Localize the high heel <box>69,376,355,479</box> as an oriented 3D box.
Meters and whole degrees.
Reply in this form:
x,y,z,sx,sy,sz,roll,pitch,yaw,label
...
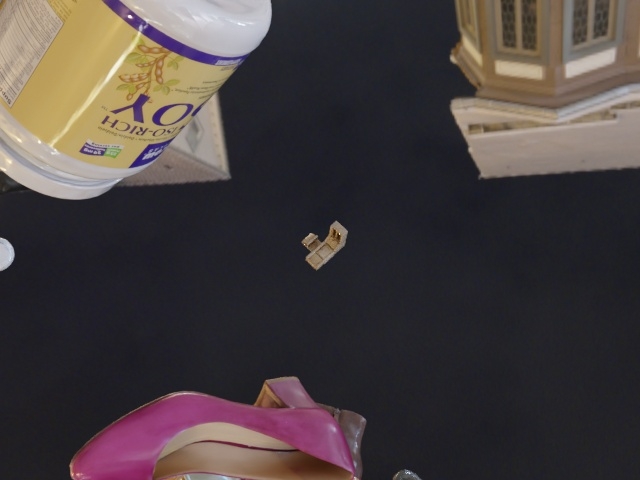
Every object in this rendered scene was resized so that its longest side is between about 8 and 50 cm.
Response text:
x,y,z,sx,sy,sz,roll,pitch,yaw,label
-0.129,0.297,0.873,0.377,0.127,0.181,-11,-138,-35,high heel

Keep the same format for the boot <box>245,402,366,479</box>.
x,y,z,sx,sy,sz,roll,pitch,yaw,label
-0.041,0.402,1.205,0.248,0.090,0.207,13,-134,0,boot

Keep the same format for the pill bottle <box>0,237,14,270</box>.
x,y,z,sx,sy,sz,roll,pitch,yaw,label
-0.637,0.026,1.255,0.067,0.067,0.120,-44,-156,-22,pill bottle

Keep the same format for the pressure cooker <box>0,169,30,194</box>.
x,y,z,sx,sy,sz,roll,pitch,yaw,label
-0.541,-0.290,1.055,0.370,0.420,0.375,0,-163,32,pressure cooker

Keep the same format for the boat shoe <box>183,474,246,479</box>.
x,y,z,sx,sy,sz,roll,pitch,yaw,label
-0.166,0.369,1.003,0.081,0.228,0.069,-37,-164,-27,boat shoe

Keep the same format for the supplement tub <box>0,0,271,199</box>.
x,y,z,sx,sy,sz,roll,pitch,yaw,label
-0.242,-0.221,0.744,0.331,0.241,0.241,-38,-146,34,supplement tub

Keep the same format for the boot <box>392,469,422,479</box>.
x,y,z,sx,sy,sz,roll,pitch,yaw,label
0.090,0.507,0.990,0.229,0.091,0.263,-29,-115,36,boot

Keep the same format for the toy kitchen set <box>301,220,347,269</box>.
x,y,z,sx,sy,sz,roll,pitch,yaw,label
0.000,0.000,1.318,0.068,0.075,0.083,43,-110,14,toy kitchen set

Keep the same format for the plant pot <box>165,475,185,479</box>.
x,y,z,sx,sy,sz,roll,pitch,yaw,label
-0.255,0.474,1.214,0.205,0.205,0.188,-42,-91,-20,plant pot
